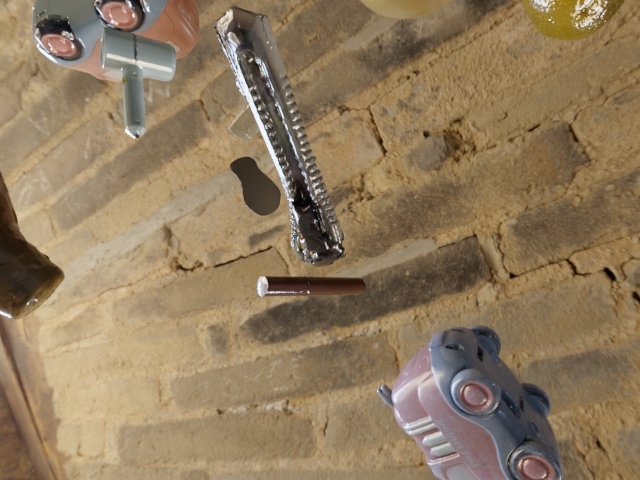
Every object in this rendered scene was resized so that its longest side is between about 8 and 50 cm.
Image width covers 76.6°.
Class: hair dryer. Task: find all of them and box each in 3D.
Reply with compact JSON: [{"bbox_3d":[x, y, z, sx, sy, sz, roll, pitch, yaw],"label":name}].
[{"bbox_3d":[-0.220,-0.185,0.495,0.047,0.081,0.138,-23,-110,53],"label":"hair dryer"}]

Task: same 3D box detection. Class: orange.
[{"bbox_3d":[0.220,-0.225,0.353,0.085,0.085,0.095,-9,-122,21],"label":"orange"}]

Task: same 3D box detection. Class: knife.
[{"bbox_3d":[-0.041,-0.092,0.509,0.089,0.043,0.366,-4,-50,19],"label":"knife"}]

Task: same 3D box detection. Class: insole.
[{"bbox_3d":[-0.159,-0.138,0.980,0.086,0.005,0.253,-24,-133,-11],"label":"insole"}]

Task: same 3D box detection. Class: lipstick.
[{"bbox_3d":[-0.012,0.128,1.141,0.057,0.356,0.058,-8,-101,49],"label":"lipstick"}]

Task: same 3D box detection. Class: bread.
[{"bbox_3d":[-0.186,-0.368,1.146,0.077,0.105,0.152,34,-54,-31],"label":"bread"}]

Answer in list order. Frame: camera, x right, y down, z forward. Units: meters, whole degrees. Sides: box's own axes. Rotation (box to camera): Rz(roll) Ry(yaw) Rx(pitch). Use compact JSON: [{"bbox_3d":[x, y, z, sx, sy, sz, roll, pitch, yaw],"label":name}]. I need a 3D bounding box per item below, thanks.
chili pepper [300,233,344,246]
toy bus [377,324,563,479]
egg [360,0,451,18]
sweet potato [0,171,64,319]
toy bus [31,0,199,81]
[{"bbox_3d":[0.000,0.000,1.105,0.153,0.041,0.050,-6,-73,28],"label":"chili pepper"},{"bbox_3d":[0.259,0.313,0.719,0.231,0.197,0.294,-41,-95,26],"label":"toy bus"},{"bbox_3d":[0.207,-0.649,0.869,0.300,0.301,0.374,26,-119,17],"label":"egg"},{"bbox_3d":[-0.333,-0.106,0.317,0.109,0.109,0.386,-28,-80,20],"label":"sweet potato"},{"bbox_3d":[-0.361,-0.414,0.749,0.287,0.232,0.194,-14,-105,20],"label":"toy bus"}]
